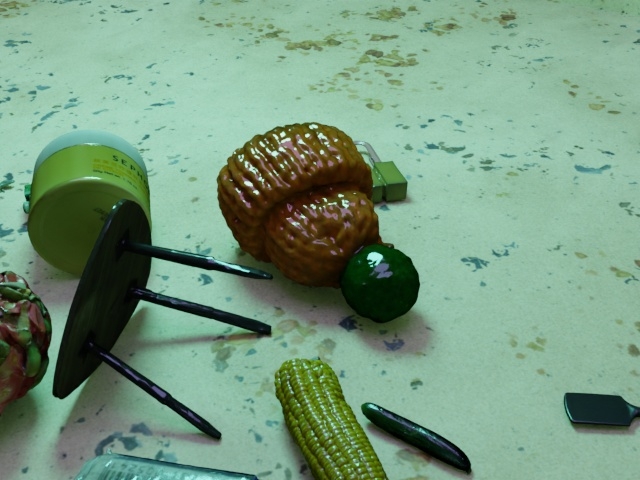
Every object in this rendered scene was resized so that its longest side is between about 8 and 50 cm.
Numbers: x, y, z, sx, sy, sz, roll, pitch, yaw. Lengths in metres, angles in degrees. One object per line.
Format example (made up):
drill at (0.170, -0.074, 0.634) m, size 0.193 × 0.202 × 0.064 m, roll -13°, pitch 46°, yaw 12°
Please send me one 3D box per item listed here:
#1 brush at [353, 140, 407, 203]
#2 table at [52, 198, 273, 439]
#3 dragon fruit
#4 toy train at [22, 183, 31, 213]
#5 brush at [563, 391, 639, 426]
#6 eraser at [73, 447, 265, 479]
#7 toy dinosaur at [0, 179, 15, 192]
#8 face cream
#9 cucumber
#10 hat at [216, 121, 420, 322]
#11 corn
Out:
brush at (0.107, -0.161, 1.748) m, size 0.103 × 0.047 × 0.233 m, roll -8°, pitch 35°, yaw -11°
table at (-0.212, 0.119, 1.236) m, size 0.249 × 0.317 × 0.317 m, roll 19°, pitch 39°, yaw 4°
dragon fruit at (-0.543, 0.157, 1.159) m, size 0.302 × 0.237 × 0.231 m, roll -13°, pitch 23°, yaw 15°
toy train at (-0.525, -0.092, 1.641) m, size 0.178 × 0.071 × 0.104 m, roll -13°, pitch 27°, yaw -15°
brush at (0.465, 0.258, 1.191) m, size 0.193 × 0.016 × 0.063 m, roll 2°, pitch 37°, yaw 4°
eraser at (-0.153, 0.362, 0.984) m, size 0.332 × 0.101 × 0.155 m, roll 7°, pitch 35°, yaw 8°
toy dinosaur at (-0.749, -0.098, 1.678) m, size 0.187 × 0.044 × 0.106 m, roll -20°, pitch 25°, yaw -6°
face cream at (-0.428, -0.070, 1.478) m, size 0.218 × 0.218 × 0.179 m, roll -8°, pitch 38°, yaw -10°
cucumber at (0.139, 0.282, 1.148) m, size 0.184 × 0.033 × 0.036 m, roll 22°, pitch 24°, yaw 25°
hat at (0.000, 0.000, 1.428) m, size 0.285 × 0.285 × 0.400 m, roll -18°, pitch 66°, yaw -22°
corn at (0.018, 0.278, 1.093) m, size 0.102 × 0.102 × 0.313 m, roll -14°, pitch 37°, yaw -18°
